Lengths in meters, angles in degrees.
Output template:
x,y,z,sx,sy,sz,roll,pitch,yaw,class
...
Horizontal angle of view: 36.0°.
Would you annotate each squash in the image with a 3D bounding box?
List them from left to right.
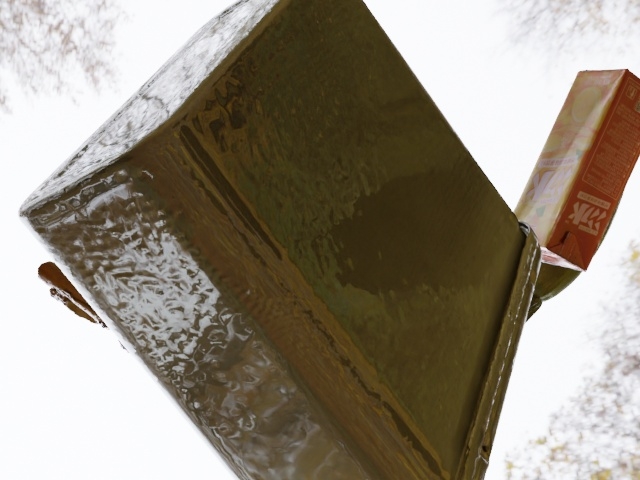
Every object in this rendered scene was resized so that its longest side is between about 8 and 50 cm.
x,y,z,sx,sy,sz,roll,pitch,yaw,class
0.358,-0.024,1.377,0.094,0.094,0.341,22,-82,-11,squash

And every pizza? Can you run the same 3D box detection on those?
x,y,z,sx,sy,sz,roll,pitch,yaw,class
-0.163,0.081,0.932,0.201,0.193,0.053,29,-89,0,pizza

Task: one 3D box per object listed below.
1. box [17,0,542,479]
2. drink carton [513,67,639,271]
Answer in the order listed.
x,y,z,sx,sy,sz,roll,pitch,yaw,class
0.000,0.000,0.766,0.344,0.177,0.352,54,-143,-20,box
0.301,-0.082,1.131,0.071,0.096,0.223,27,-93,-23,drink carton
